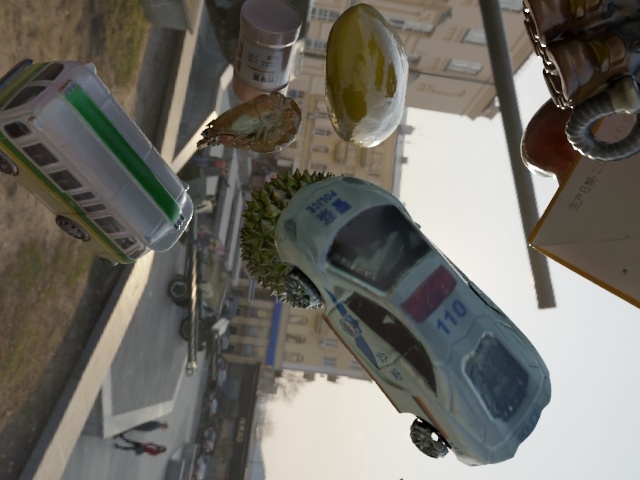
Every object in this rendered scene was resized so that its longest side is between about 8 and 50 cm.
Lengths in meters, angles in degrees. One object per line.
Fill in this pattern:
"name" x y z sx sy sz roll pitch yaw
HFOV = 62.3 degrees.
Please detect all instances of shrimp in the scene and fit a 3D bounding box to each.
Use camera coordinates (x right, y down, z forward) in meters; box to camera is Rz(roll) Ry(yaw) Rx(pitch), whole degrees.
"shrimp" -0.118 -0.177 0.841 0.043 0.183 0.092 -70 148 -67

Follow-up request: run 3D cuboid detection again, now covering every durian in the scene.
"durian" -0.004 0.000 0.765 0.176 0.236 0.200 -101 -161 -88

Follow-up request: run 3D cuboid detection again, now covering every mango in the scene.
"mango" 0.070 -0.248 0.851 0.332 0.142 0.196 -49 139 -76

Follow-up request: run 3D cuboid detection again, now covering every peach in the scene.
"peach" 0.526 -0.188 1.017 0.252 0.252 0.253 -172 -90 -86

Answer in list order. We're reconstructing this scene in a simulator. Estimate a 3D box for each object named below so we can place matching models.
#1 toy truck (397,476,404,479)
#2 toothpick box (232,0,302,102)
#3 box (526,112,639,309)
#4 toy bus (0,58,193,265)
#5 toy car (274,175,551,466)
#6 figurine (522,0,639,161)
"toy truck" 0.154 0.446 0.913 0.083 0.031 0.024 37 -32 66
"toothpick box" -0.092 -0.310 0.880 0.149 0.098 0.099 112 -14 -52
"box" 0.471 -0.044 0.650 0.259 0.213 0.284 40 -67 43
"toy bus" -0.321 -0.102 0.767 0.306 0.178 0.143 60 44 -41
"toy car" 0.055 0.042 0.328 0.095 0.205 0.056 -38 175 -30
"figurine" 0.362 -0.242 0.408 0.261 0.381 0.186 67 19 -5
